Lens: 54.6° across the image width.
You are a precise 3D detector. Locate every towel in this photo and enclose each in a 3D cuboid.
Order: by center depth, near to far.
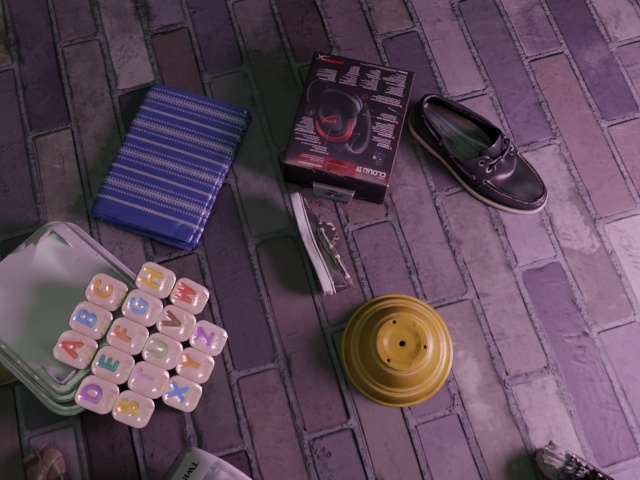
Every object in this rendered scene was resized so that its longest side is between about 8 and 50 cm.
[{"bbox_3d":[-0.311,-0.162,1.309,0.243,0.040,0.336,17,72,7],"label":"towel"}]

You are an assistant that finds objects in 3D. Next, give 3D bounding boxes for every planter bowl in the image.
[{"bbox_3d":[0.148,0.198,1.161,0.217,0.090,0.217,0,73,1],"label":"planter bowl"}]

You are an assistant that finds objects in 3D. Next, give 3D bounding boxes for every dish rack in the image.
[{"bbox_3d":[-0.492,0.128,1.177,0.332,0.072,0.285,38,69,11],"label":"dish rack"}]

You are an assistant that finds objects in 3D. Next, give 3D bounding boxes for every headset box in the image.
[{"bbox_3d":[0.055,-0.218,1.279,0.218,0.110,0.293,13,73,5],"label":"headset box"}]

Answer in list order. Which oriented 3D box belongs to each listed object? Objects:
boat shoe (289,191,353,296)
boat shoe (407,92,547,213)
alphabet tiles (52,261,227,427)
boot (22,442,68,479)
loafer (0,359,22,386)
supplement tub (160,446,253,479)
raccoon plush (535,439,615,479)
[{"bbox_3d":[0.000,0.000,1.234,0.070,0.078,0.219,-21,82,-5],"label":"boat shoe"},{"bbox_3d":[0.327,-0.187,1.265,0.127,0.113,0.340,-42,77,-12],"label":"boat shoe"},{"bbox_3d":[-0.323,0.190,1.142,0.278,0.021,0.284,29,73,-17],"label":"alphabet tiles"},{"bbox_3d":[-0.514,0.431,1.123,0.118,0.042,0.087,-39,70,-12],"label":"boot"},{"bbox_3d":[-0.607,0.251,1.170,0.148,0.050,0.056,-17,74,-5],"label":"loafer"},{"bbox_3d":[-0.223,0.520,0.968,0.207,0.207,0.338,29,62,9],"label":"supplement tub"},{"bbox_3d":[0.514,0.590,1.034,0.446,0.216,0.299,31,89,39],"label":"raccoon plush"}]
